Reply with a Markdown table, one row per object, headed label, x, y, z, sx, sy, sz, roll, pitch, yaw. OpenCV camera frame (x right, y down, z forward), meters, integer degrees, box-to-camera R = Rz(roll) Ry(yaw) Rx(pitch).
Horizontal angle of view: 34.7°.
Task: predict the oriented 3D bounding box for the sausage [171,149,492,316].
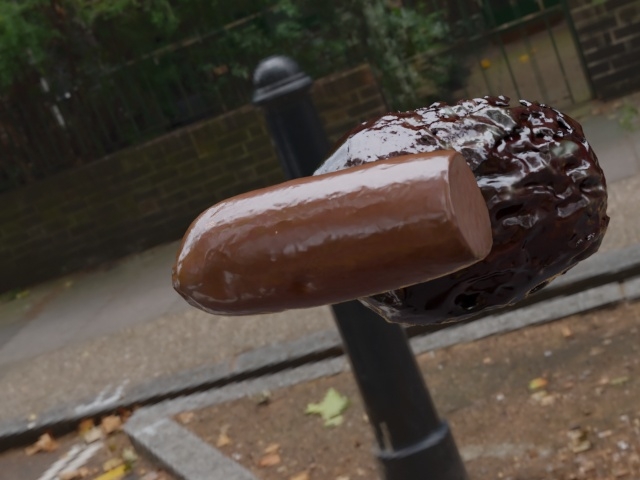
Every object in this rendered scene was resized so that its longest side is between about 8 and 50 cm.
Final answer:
| label | x | y | z | sx | sy | sz | roll | pitch | yaw |
| --- | --- | --- | --- | --- | --- | --- | --- | --- | --- |
| sausage | 0.000 | 0.000 | 0.818 | 0.259 | 0.114 | 0.113 | -13 | 16 | 20 |

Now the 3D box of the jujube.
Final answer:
| label | x | y | z | sx | sy | sz | roll | pitch | yaw |
| --- | --- | --- | --- | --- | --- | --- | --- | --- | --- |
| jujube | 0.165 | -0.038 | 1.213 | 0.376 | 0.258 | 0.258 | -12 | 11 | -14 |
